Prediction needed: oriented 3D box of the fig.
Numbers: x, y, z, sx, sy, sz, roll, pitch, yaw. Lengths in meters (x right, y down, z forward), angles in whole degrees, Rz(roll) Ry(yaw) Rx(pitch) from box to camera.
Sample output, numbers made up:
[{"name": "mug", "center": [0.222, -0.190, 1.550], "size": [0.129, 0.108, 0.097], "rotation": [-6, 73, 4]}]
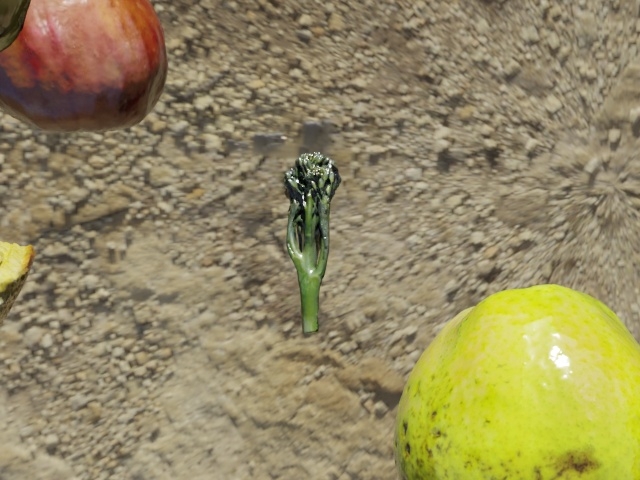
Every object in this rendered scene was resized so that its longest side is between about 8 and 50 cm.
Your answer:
[{"name": "fig", "center": [-0.286, -0.226, 1.244], "size": [0.224, 0.224, 0.263], "rotation": [-41, 102, 13]}]

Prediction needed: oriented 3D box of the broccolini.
[{"name": "broccolini", "center": [-0.017, -0.001, 1.260], "size": [0.068, 0.091, 0.203], "rotation": [17, 68, -26]}]

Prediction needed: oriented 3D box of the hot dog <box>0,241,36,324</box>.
[{"name": "hot dog", "center": [-0.206, 0.057, 0.590], "size": [0.061, 0.169, 0.078], "rotation": [29, 145, -12]}]

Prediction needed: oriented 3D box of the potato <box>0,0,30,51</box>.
[{"name": "potato", "center": [-0.365, -0.250, 0.906], "size": [0.202, 0.351, 0.218], "rotation": [30, 81, 29]}]

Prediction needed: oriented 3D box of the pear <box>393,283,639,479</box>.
[{"name": "pear", "center": [0.272, 0.235, 1.451], "size": [0.391, 0.391, 0.391], "rotation": [1, 93, 14]}]
